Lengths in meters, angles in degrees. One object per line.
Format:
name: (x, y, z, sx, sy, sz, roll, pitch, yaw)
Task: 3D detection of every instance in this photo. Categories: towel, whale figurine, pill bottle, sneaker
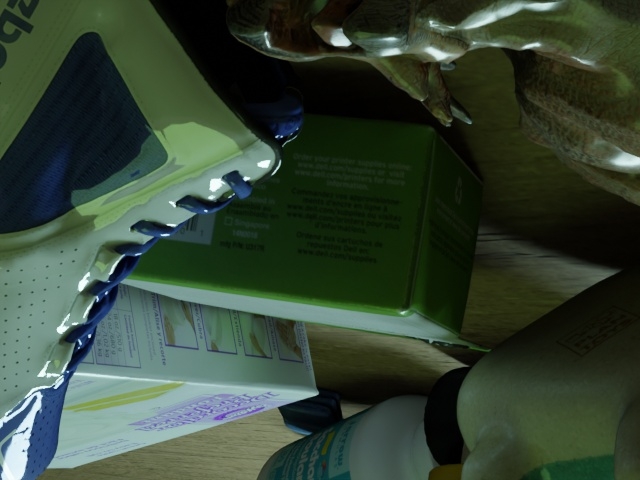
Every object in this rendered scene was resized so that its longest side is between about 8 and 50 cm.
towel: (-0.010, 0.177, 1.366, 0.067, 0.029, 0.119, 11, 161, 9)
whale figurine: (0.183, 0.105, 0.728, 0.141, 0.216, 0.272, 59, 174, -5)
pill bottle: (0.058, 0.234, 1.265, 0.146, 0.146, 0.264, 24, 146, -25)
sneaker: (-0.101, -0.022, 0.588, 0.182, 0.127, 0.315, 4, 118, -1)

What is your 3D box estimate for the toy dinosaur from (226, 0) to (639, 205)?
toy dinosaur: (0.106, -0.064, 0.485, 0.200, 0.127, 0.295, 4, 162, 26)

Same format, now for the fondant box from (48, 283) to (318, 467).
fondant box: (-0.181, 0.087, 0.905, 0.238, 0.096, 0.330, -19, 165, 22)

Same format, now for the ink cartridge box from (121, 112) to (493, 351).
ink cartridge box: (0.000, 0.000, 0.780, 0.189, 0.097, 0.255, 7, 173, 19)

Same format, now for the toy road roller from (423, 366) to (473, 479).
toy road roller: (0.226, 0.243, 1.060, 0.329, 0.240, 0.202, 27, 157, -32)
